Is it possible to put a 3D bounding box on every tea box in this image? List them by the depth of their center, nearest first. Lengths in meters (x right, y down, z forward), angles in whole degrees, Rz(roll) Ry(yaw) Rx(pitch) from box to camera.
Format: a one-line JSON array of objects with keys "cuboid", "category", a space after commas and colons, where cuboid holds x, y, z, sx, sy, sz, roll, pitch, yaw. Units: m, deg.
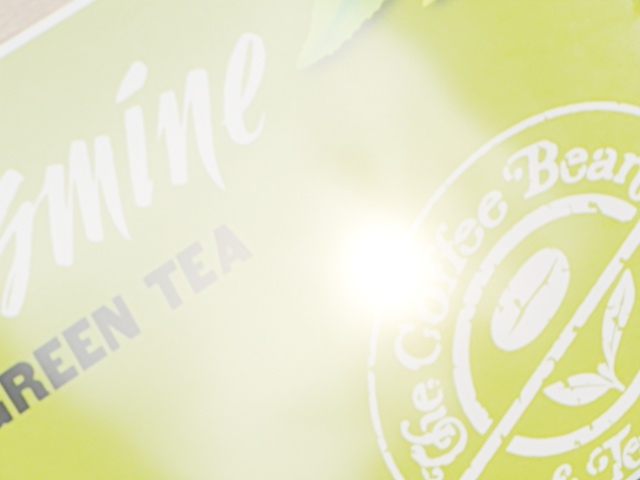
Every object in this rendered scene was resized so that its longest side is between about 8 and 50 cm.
[{"cuboid": [-0.089, 0.051, 0.452, 0.329, 0.220, 0.323, -35, 120, -16], "category": "tea box"}]
